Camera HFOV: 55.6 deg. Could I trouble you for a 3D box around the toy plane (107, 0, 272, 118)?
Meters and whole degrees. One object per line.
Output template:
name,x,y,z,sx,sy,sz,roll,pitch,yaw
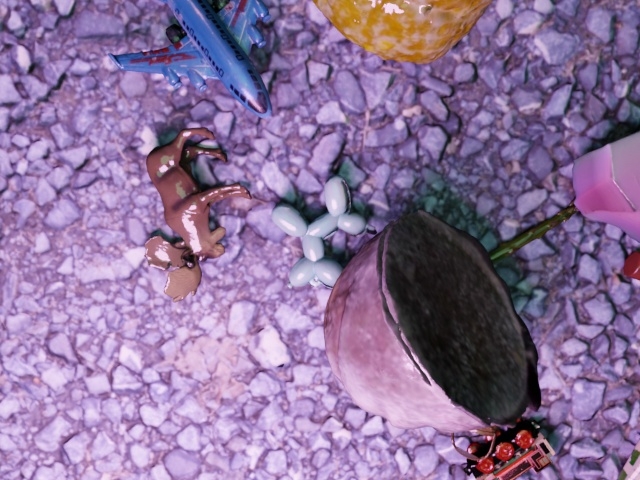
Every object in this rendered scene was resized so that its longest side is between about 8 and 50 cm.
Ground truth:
toy plane,-0.151,-0.279,0.830,0.254,0.105,0.271,-35,98,3

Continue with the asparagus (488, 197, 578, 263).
asparagus,0.313,-0.006,0.923,0.249,0.025,0.024,-32,55,2

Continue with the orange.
orange,0.133,-0.421,0.774,0.271,0.210,0.368,21,99,-7

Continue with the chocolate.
chocolate,0.118,0.134,0.820,0.303,0.303,0.213,49,129,-7

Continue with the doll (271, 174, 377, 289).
doll,0.000,0.000,0.895,0.159,0.059,0.158,-34,97,1

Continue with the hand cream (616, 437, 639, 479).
hand cream,0.538,0.334,0.963,0.096,0.059,0.275,20,101,-6

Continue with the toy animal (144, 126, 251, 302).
toy animal,-0.191,-0.038,0.876,0.186,0.094,0.214,-30,90,-3

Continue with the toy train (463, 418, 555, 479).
toy train,0.295,0.341,0.954,0.138,0.050,0.087,-35,100,3

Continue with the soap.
soap,0.538,-0.078,0.866,0.324,0.109,0.192,-2,88,-4

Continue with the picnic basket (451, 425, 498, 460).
picnic basket,0.237,0.294,0.936,0.072,0.072,0.083,15,88,-4

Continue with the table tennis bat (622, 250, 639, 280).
table tennis bat,0.613,0.093,0.942,0.310,0.038,0.200,22,94,-8
